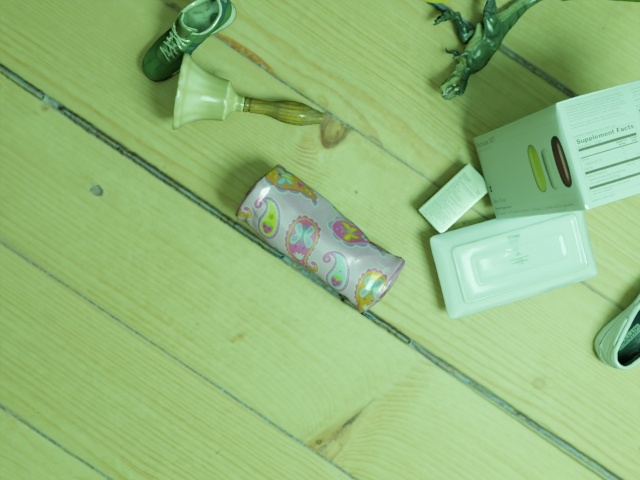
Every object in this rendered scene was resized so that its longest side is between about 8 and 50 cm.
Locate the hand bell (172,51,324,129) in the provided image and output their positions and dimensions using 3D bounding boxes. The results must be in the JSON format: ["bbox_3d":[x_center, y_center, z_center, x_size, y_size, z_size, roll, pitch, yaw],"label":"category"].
[{"bbox_3d":[-0.114,-0.223,1.091,0.242,0.126,0.126,9,93,-11],"label":"hand bell"}]

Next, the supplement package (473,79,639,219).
[{"bbox_3d":[0.383,-0.130,0.963,0.204,0.262,0.145,-16,91,-10],"label":"supplement package"}]

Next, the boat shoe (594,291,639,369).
[{"bbox_3d":[0.563,0.112,1.074,0.095,0.084,0.258,36,94,0],"label":"boat shoe"}]

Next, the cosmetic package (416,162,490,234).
[{"bbox_3d":[0.222,-0.069,1.100,0.115,0.041,0.060,-42,91,3],"label":"cosmetic package"}]

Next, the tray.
[{"bbox_3d":[0.326,0.028,1.086,0.271,0.030,0.145,-16,94,-6],"label":"tray"}]

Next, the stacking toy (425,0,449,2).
[{"bbox_3d":[0.105,-0.528,0.982,0.280,0.309,0.130,19,72,17],"label":"stacking toy"}]

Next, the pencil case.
[{"bbox_3d":[0.000,0.000,1.076,0.284,0.124,0.124,37,94,-1],"label":"pencil case"}]

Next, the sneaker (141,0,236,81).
[{"bbox_3d":[-0.226,-0.342,1.081,0.192,0.086,0.064,-39,91,4],"label":"sneaker"}]

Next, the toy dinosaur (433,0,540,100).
[{"bbox_3d":[0.265,-0.353,1.076,0.118,0.064,0.268,44,92,-14],"label":"toy dinosaur"}]
